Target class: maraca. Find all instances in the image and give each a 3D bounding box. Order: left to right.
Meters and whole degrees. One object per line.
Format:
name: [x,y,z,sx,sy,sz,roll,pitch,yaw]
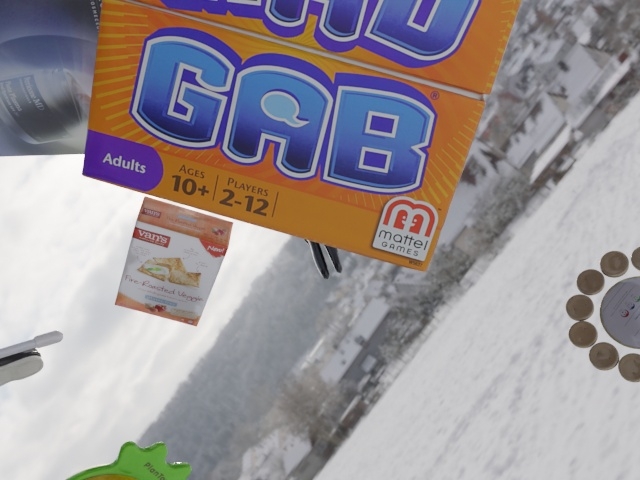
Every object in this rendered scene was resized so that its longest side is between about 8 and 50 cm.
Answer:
maraca: [-0.229,0.293,0.796,0.186,0.127,0.099,-38,30,1]

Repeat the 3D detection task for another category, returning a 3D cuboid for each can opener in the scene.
can opener: [0.000,0.000,1.295,0.059,0.073,0.186,-37,40,6]

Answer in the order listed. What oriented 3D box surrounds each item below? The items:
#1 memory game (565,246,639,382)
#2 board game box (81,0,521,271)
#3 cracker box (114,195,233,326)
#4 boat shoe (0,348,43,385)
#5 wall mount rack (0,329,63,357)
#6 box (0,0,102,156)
memory game: [0.410,0.092,0.929,0.186,0.186,0.012,-54,-37,-5]
board game box: [-0.003,-0.235,0.797,0.356,0.357,0.356,-72,-2,-67]
cracker box: [-0.258,0.043,1.261,0.067,0.156,0.232,-85,16,-46]
boat shoe: [-0.449,0.176,0.997,0.125,0.038,0.046,-18,-45,-28]
wall mount rack: [-0.430,0.221,0.847,0.130,0.350,0.304,-37,-25,20]
box: [-0.398,-0.281,1.034,0.296,0.294,0.182,91,175,-51]
